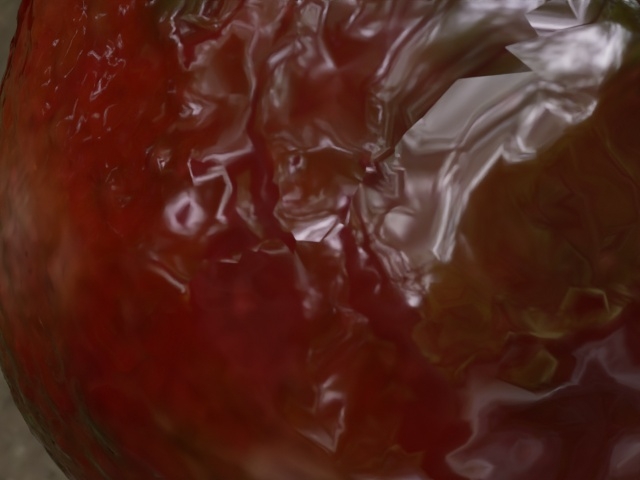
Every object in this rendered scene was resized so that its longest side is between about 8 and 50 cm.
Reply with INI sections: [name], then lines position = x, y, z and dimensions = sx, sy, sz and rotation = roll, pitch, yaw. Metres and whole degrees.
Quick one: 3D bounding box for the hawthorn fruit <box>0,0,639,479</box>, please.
[hawthorn fruit]
position = 0.048, 0.005, 0.519
dimensions = 0.265, 0.265, 0.307
rotation = -47, 47, -1
